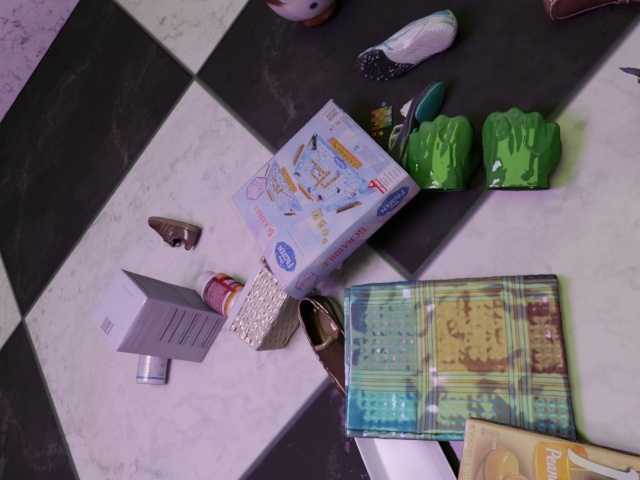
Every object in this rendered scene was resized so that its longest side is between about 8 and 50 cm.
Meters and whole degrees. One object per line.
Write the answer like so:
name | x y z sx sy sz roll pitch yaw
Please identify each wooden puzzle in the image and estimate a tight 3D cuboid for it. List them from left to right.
wooden puzzle | 0.136 -0.270 1.155 0.049 0.006 0.083 -10 69 32

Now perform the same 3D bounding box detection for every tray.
tray | 0.164 0.413 0.886 0.145 0.030 0.270 -37 57 20

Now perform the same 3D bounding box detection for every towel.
towel | 0.213 0.195 0.879 0.370 0.040 0.271 -6 71 21

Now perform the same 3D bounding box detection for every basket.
basket | -0.103 0.143 1.105 0.103 0.113 0.167 37 104 31

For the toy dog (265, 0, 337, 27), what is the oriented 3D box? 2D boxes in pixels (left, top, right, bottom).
toy dog | -0.018 -0.741 1.259 0.395 0.284 0.408 13 82 50

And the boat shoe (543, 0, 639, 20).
boat shoe | 0.545 -0.462 0.871 0.324 0.123 0.116 -23 64 28

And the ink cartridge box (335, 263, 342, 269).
ink cartridge box | 0.000 0.000 1.103 0.104 0.061 0.181 3 66 34

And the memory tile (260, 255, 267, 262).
memory tile | -0.070 0.031 1.189 0.148 0.012 0.113 -48 54 11

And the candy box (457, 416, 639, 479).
candy box | 0.348 0.367 0.705 0.316 0.087 0.183 6 78 24

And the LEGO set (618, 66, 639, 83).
LEGO set | 0.561 -0.156 0.671 0.331 0.255 0.192 27 74 30

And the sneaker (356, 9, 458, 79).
sneaker | 0.187 -0.422 1.136 0.237 0.085 0.086 -14 40 34

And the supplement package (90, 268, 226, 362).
supplement package | -0.363 0.178 1.194 0.139 0.244 0.134 32 93 38

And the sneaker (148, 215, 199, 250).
sneaker | -0.408 -0.020 1.405 0.188 0.066 0.071 9 80 37

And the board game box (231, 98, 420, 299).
board game box | -0.008 -0.095 1.072 0.318 0.066 0.318 -42 47 9

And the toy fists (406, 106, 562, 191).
toy fists | 0.291 -0.162 0.957 0.279 0.096 0.142 3 91 35

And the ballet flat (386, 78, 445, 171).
ballet flat | 0.187 -0.240 1.073 0.074 0.074 0.203 23 90 38

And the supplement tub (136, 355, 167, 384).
supplement tub | -0.417 0.303 1.298 0.071 0.071 0.107 -10 68 32

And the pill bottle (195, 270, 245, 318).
pill bottle | -0.222 0.127 1.214 0.152 0.086 0.086 24 88 37

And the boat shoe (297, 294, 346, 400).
boat shoe | 0.024 0.215 1.008 0.095 0.095 0.257 -44 55 14
